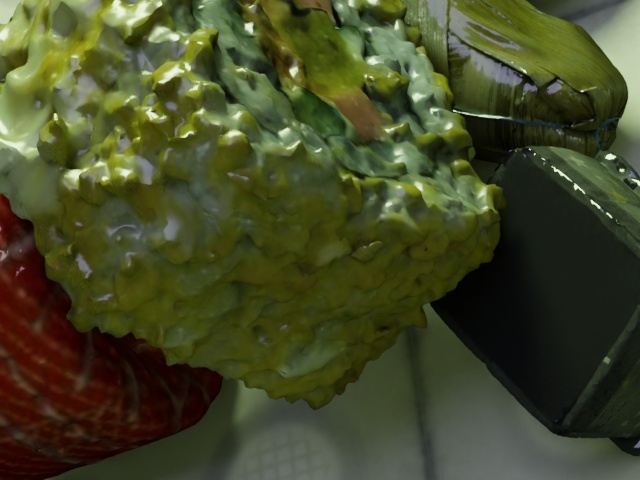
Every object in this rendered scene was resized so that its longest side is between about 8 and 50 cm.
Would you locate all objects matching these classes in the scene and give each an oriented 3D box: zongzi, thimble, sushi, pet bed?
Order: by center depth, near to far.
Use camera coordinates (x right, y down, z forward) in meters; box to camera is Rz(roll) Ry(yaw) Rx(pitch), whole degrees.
[{"bbox_3d":[-0.076,-0.093,1.309,0.240,0.351,0.396,-45,47,29],"label":"sushi"},{"bbox_3d":[0.220,0.041,1.327,0.211,0.159,0.183,46,114,42],"label":"pet bed"},{"bbox_3d":[0.146,-0.201,1.450,0.251,0.125,0.274,11,111,29],"label":"zongzi"},{"bbox_3d":[-0.255,0.040,1.462,0.231,0.350,0.350,-21,53,23],"label":"thimble"}]
